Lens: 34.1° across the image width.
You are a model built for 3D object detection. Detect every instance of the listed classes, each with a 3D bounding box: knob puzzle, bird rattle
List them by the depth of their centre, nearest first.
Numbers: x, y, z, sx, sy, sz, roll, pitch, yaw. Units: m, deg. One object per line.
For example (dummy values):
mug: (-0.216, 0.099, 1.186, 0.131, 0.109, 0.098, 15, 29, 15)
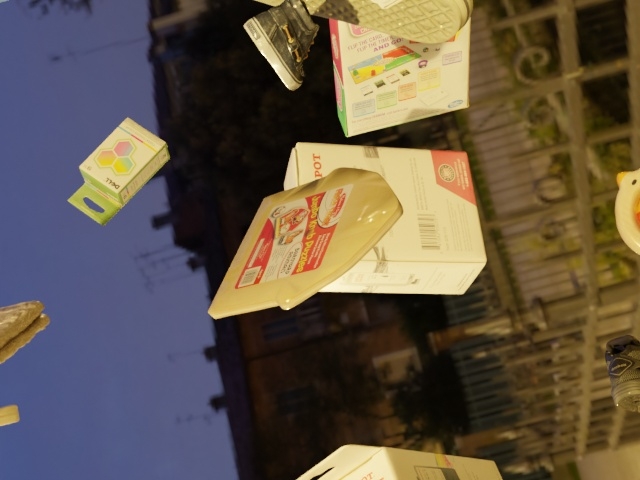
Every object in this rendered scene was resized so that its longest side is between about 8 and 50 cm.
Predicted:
knob puzzle: (0.000, 0.000, 1.009, 0.030, 0.213, 0.213, 53, -164, -29)
bird rattle: (0.576, -0.040, 1.655, 0.143, 0.206, 0.254, 6, -103, -74)

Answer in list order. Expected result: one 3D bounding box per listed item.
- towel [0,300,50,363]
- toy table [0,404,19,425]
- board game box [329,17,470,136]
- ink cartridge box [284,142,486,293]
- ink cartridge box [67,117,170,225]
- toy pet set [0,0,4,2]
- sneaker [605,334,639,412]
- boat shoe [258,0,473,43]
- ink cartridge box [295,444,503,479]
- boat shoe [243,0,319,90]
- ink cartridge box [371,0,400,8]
towel: (-0.497, 0.156, 1.357, 0.282, 0.187, 0.049, -55, -47, -63)
toy table: (-0.611, 0.293, 1.603, 0.274, 0.160, 0.252, -26, -81, -48)
board game box: (0.142, -0.341, 1.829, 0.317, 0.242, 0.064, 84, 170, -49)
ink cartridge box: (0.092, -0.033, 1.606, 0.117, 0.282, 0.207, 113, 155, -58)
ink cartridge box: (-0.420, -0.143, 2.148, 0.109, 0.209, 0.062, 33, 158, 18)
toy pet set: (-0.431, -0.321, 1.273, 0.065, 0.114, 0.122, 37, 146, 61)
sneaker: (0.552, 0.230, 1.751, 0.227, 0.087, 0.130, 24, -131, -40)
boat shoe: (-0.015, -0.425, 1.451, 0.187, 0.500, 0.156, 89, -158, -66)
ink cartridge box: (0.112, 0.418, 1.585, 0.353, 0.207, 0.119, 17, -138, -42)
boat shoe: (-0.035, -0.265, 1.406, 0.065, 0.083, 0.183, 59, -174, 17)
ink cartridge box: (0.046, -0.252, 0.720, 0.109, 0.063, 0.150, 44, -140, -30)
